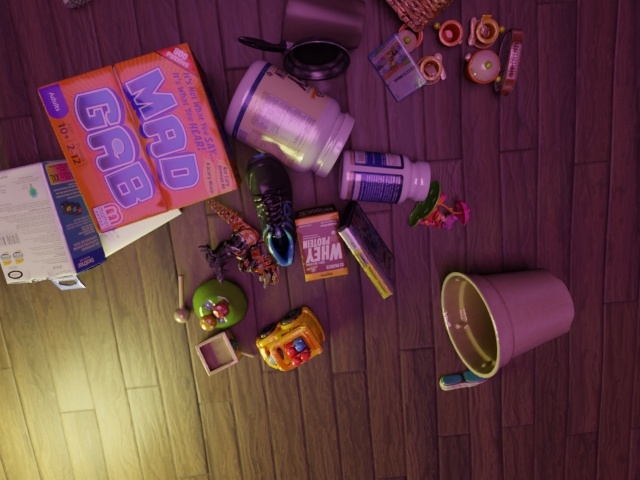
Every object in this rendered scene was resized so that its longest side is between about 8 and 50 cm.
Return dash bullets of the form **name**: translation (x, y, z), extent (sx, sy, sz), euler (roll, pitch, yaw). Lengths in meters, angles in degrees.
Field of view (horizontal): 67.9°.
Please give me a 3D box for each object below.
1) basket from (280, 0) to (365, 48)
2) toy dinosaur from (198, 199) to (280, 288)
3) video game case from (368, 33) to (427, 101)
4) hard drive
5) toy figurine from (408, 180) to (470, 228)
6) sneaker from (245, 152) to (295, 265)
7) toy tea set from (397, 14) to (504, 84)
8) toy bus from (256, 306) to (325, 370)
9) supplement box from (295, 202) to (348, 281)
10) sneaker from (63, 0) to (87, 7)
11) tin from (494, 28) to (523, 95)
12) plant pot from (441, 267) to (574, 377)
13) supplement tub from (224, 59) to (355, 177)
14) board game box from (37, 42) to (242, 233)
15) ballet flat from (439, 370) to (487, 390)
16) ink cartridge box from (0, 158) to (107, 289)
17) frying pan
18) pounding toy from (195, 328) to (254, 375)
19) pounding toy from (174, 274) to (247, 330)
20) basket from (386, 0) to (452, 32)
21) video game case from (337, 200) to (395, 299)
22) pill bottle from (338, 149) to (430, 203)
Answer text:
- **basket**: translation (0.006, -0.634, 1.361), extent (0.226, 0.154, 0.205), euler (5, 121, -8)
- **toy dinosaur**: translation (-0.261, 0.021, 1.518), extent (0.218, 0.164, 0.322), euler (-34, 83, -10)
- **video game case**: translation (0.230, -0.513, 1.422), extent (0.166, 0.119, 0.015), euler (53, 53, -11)
- **hard drive**: translation (-0.621, -0.100, 1.505), extent (0.307, 0.040, 0.203), euler (-29, 102, 4)
- **toy figurine**: translation (0.395, -0.085, 1.526), extent (0.159, 0.130, 0.173), euler (21, 123, -16)
- **sneaker**: translation (-0.125, -0.085, 1.375), extent (0.124, 0.140, 0.341), euler (-16, 122, -5)
- **toy tea set**: translation (0.386, -0.561, 1.403), extent (0.335, 0.124, 0.200), euler (-3, 103, -2)
- **toy bus**: translation (-0.099, 0.349, 1.540), extent (0.220, 0.211, 0.150), euler (-31, 103, 6)
- **supplement box**: translation (0.000, 0.000, 1.474), extent (0.128, 0.194, 0.192), euler (-10, 103, 0)
- **sneaker**: translation (-0.632, -0.793, 1.322), extent (0.293, 0.102, 0.146), euler (-31, 101, 4)
- **tin**: translation (0.562, -0.534, 1.428), extent (0.040, 0.106, 0.190), euler (7, 101, 4)
- **plant pot**: translation (0.601, 0.229, 1.510), extent (0.305, 0.334, 0.334), euler (-12, 103, -11)
- **supplement tub**: translation (-0.087, -0.342, 1.375), extent (0.324, 0.235, 0.236), euler (27, 100, -8)
- **board game box**: translation (-0.441, -0.263, 1.283), extent (0.355, 0.356, 0.357), euler (-19, 101, -4)
- **ballet flat**: translation (0.505, 0.497, 1.684), extent (0.168, 0.057, 0.053), euler (-8, 130, 3)
- **ink cartridge box**: translation (-0.828, -0.027, 1.427), extent (0.269, 0.151, 0.396), euler (-7, 102, 17)
- **frying pan**: translation (-0.074, -0.523, 1.358), extent (0.325, 0.197, 0.053), euler (1, 78, -11)
- **pounding toy**: translation (-0.320, 0.374, 1.604), extent (0.141, 0.100, 0.130), euler (-26, 88, 1)
- **pounding toy**: translation (-0.361, 0.224, 1.534), extent (0.236, 0.110, 0.183), euler (9, 114, -1)
- **basket**: translation (0.277, -0.792, 1.337), extent (0.299, 0.213, 0.223), euler (45, 137, -5)
- **video game case**: translation (0.149, 0.017, 1.444), extent (0.035, 0.275, 0.248), euler (-31, 102, 19)
- **pill bottle**: translation (0.192, -0.192, 1.461), extent (0.264, 0.153, 0.153), euler (5, 102, -3)
